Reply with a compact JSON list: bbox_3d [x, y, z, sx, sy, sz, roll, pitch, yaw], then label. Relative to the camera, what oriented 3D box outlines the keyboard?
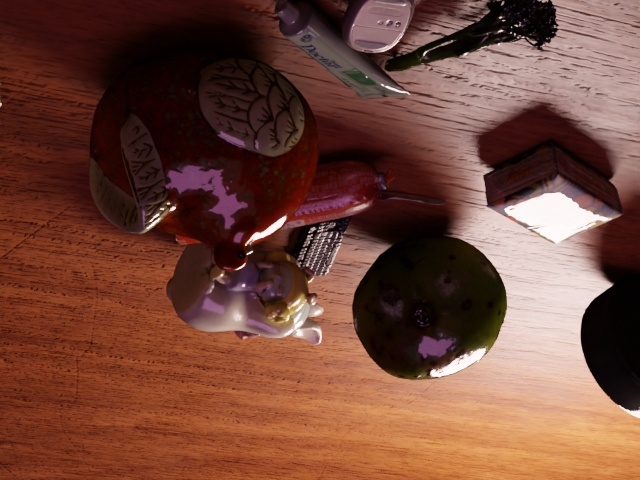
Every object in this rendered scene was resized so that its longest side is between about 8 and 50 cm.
[{"bbox_3d":[0.000,0.000,1.924,0.060,0.018,0.195,0,151,-13],"label":"keyboard"}]

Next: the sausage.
[{"bbox_3d":[-0.044,-0.050,1.771,0.274,0.074,0.074,-9,151,10],"label":"sausage"}]

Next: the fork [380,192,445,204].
[{"bbox_3d":[0.104,-0.054,1.843,0.115,0.016,0.012,8,141,-24],"label":"fork"}]

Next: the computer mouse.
[{"bbox_3d":[0.057,-0.231,1.492,0.066,0.039,0.096,5,142,-18],"label":"computer mouse"}]

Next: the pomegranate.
[{"bbox_3d":[0.148,0.085,1.947,0.202,0.202,0.248,-11,179,13],"label":"pomegranate"}]

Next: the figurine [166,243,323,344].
[{"bbox_3d":[-0.066,0.071,1.926,0.235,0.127,0.155,15,144,-30],"label":"figurine"}]

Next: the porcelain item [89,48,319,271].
[{"bbox_3d":[-0.120,-0.074,1.556,0.253,0.253,0.253,-3,151,-2],"label":"porcelain item"}]

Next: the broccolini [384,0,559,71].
[{"bbox_3d":[0.151,-0.219,1.537,0.201,0.058,0.074,-6,140,37],"label":"broccolini"}]

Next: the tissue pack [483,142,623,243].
[{"bbox_3d":[0.287,-0.055,1.815,0.109,0.060,0.148,-27,145,33],"label":"tissue pack"}]

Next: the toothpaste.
[{"bbox_3d":[0.017,-0.196,1.549,0.064,0.041,0.218,-1,159,34],"label":"toothpaste"}]

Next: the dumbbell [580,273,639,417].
[{"bbox_3d":[0.519,0.093,1.966,0.204,0.203,0.322,12,147,-27],"label":"dumbbell"}]
